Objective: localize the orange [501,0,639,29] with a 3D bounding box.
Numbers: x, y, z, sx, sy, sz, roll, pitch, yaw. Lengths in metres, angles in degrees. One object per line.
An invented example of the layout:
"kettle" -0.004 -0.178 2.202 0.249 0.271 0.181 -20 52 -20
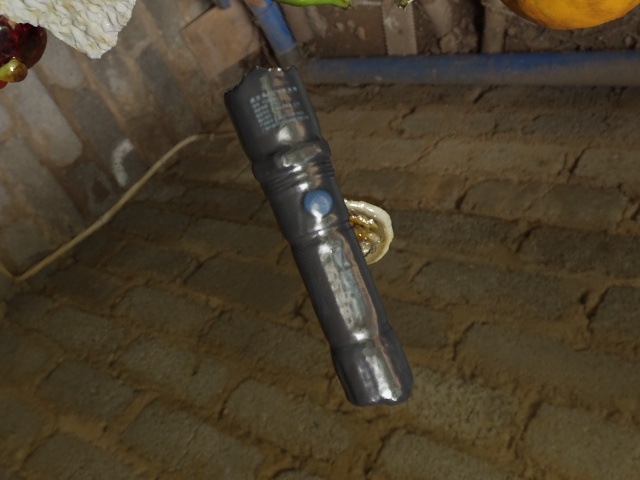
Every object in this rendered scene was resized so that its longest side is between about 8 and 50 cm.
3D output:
"orange" 0.356 -0.433 0.929 0.226 0.284 0.283 19 164 -35

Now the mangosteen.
"mangosteen" -0.468 -0.289 0.988 0.152 0.152 0.152 28 147 20

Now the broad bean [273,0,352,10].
"broad bean" -0.080 -0.398 1.046 0.077 0.339 0.061 35 120 42

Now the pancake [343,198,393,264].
"pancake" 0.033 -0.008 0.922 0.139 0.022 0.140 4 140 3

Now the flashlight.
"flashlight" 0.000 0.000 0.817 0.103 0.103 0.424 -21 91 56

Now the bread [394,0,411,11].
"bread" 0.258 -0.512 1.201 0.236 0.199 0.263 4 -177 -8

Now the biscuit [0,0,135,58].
"biscuit" -0.310 -0.290 0.807 0.265 0.040 0.188 7 156 22
